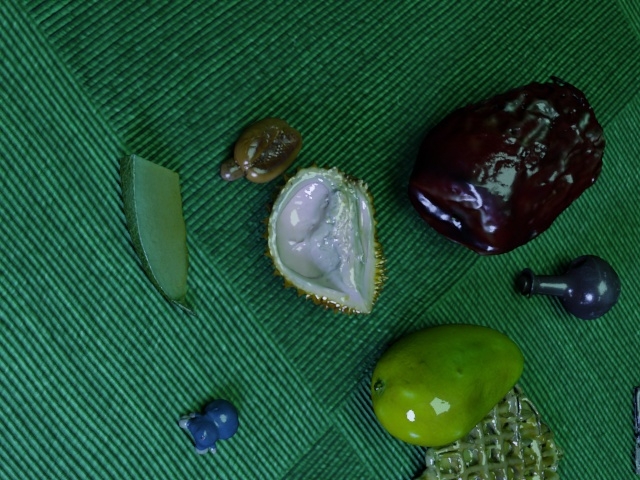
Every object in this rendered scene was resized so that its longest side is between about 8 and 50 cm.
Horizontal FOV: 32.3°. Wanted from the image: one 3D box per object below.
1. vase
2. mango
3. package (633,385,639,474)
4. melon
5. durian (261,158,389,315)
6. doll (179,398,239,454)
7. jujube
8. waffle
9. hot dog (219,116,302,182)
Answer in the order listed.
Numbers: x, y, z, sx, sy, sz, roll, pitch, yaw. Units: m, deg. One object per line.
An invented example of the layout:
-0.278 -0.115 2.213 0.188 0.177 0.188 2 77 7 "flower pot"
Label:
0.447 0.083 2.001 0.183 0.120 0.120 3 86 -16 "vase"
0.198 0.226 1.809 0.185 0.149 0.273 38 52 24 "mango"
0.681 0.371 2.169 0.173 0.027 0.171 5 82 -31 "package"
-0.234 -0.007 1.645 0.114 0.053 0.261 -25 105 -48 "melon"
0.006 -0.001 1.727 0.183 0.138 0.249 -11 90 3 "durian"
-0.159 0.281 1.664 0.083 0.050 0.076 -34 109 -29 "doll"
0.323 -0.127 1.865 0.377 0.258 0.258 -28 102 -23 "jujube"
0.301 0.396 1.915 0.317 0.073 0.297 47 66 -20 "waffle"
-0.093 -0.135 1.718 0.090 0.060 0.140 48 60 -16 "hot dog"
